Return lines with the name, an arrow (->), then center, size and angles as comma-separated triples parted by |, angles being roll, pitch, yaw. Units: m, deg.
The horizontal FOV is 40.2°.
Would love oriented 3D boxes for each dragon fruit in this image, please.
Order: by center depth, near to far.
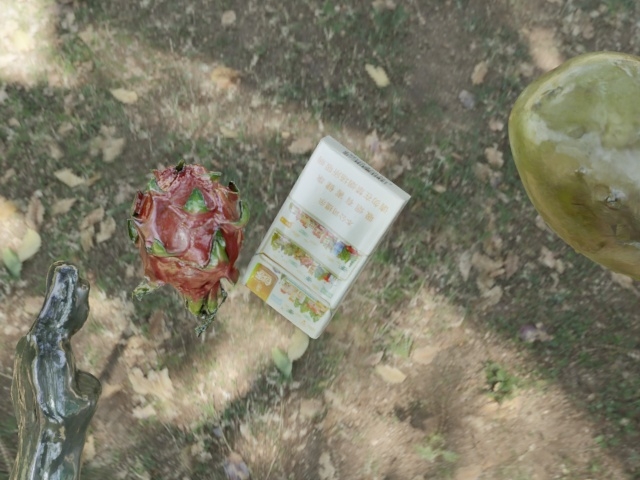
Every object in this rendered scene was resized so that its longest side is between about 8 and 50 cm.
dragon fruit -> -0.160, 0.016, 1.042 | 0.137, 0.236, 0.135 | 2, 32, -16

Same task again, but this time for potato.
potato -> 0.322, -0.071, 0.871 | 0.307, 0.210, 0.173 | 28, 48, -20

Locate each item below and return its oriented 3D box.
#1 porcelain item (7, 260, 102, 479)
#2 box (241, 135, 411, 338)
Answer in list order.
porcelain item -> -0.188, 0.120, 0.604 | 0.069, 0.081, 0.215 | 5, 93, -27
box -> 0.000, 0.000, 1.026 | 0.122, 0.220, 0.032 | 37, 30, 10
